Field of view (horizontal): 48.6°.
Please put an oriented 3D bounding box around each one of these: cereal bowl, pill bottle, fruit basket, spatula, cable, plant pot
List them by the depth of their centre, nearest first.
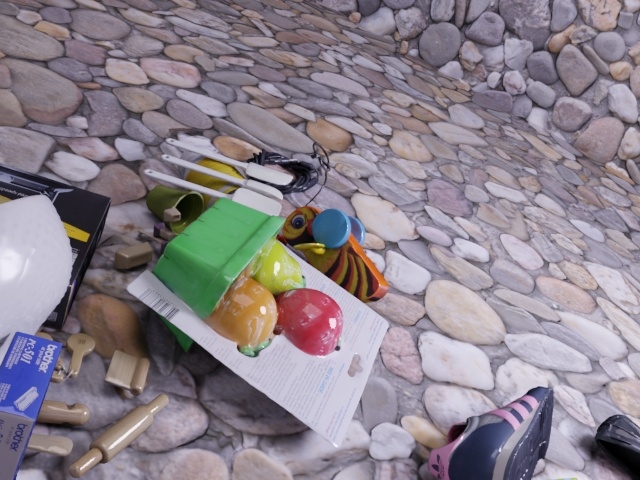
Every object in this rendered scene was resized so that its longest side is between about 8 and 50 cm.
[{"bbox_3d":[-0.396,0.088,0.700,0.339,0.339,0.141,-34,100,-57],"label":"cereal bowl"},{"bbox_3d":[-0.077,0.110,1.064,0.353,0.165,0.327,41,30,-4],"label":"fruit basket"},{"bbox_3d":[-0.176,-0.114,1.239,0.242,0.019,0.168,18,36,-2],"label":"spatula"},{"bbox_3d":[-0.261,-0.061,1.244,0.079,0.083,0.083,27,27,27],"label":"plant pot"},{"bbox_3d":[-0.192,-0.098,1.317,0.103,0.103,0.184,-5,42,-42],"label":"pill bottle"},{"bbox_3d":[-0.089,-0.152,1.540,0.150,0.047,0.184,32,31,13],"label":"cable"}]

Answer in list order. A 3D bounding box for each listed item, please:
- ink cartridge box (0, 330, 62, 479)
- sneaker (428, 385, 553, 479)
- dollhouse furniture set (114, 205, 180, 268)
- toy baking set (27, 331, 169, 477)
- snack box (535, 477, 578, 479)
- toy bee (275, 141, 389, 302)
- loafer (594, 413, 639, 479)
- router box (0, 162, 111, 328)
[{"bbox_3d":[-0.298,0.194,0.659,0.046,0.207,0.097,20,30,-16],"label":"ink cartridge box"},{"bbox_3d":[0.266,0.283,1.059,0.131,0.112,0.319,4,6,29],"label":"sneaker"},{"bbox_3d":[-0.295,-0.009,1.135,0.081,0.091,0.114,25,28,32],"label":"dollhouse furniture set"},{"bbox_3d":[-0.309,0.196,0.838,0.196,0.030,0.256,28,29,11],"label":"toy baking set"},{"bbox_3d":[0.356,0.403,0.991,0.100,0.037,0.141,8,33,-29],"label":"snack box"},{"bbox_3d":[0.000,0.000,1.296,0.195,0.162,0.298,40,26,-46],"label":"toy bee"},{"bbox_3d":[0.543,0.380,1.142,0.078,0.076,0.223,-28,59,-38],"label":"loafer"},{"bbox_3d":[-0.477,-0.019,0.997,0.308,0.081,0.243,18,30,-13],"label":"router box"}]
